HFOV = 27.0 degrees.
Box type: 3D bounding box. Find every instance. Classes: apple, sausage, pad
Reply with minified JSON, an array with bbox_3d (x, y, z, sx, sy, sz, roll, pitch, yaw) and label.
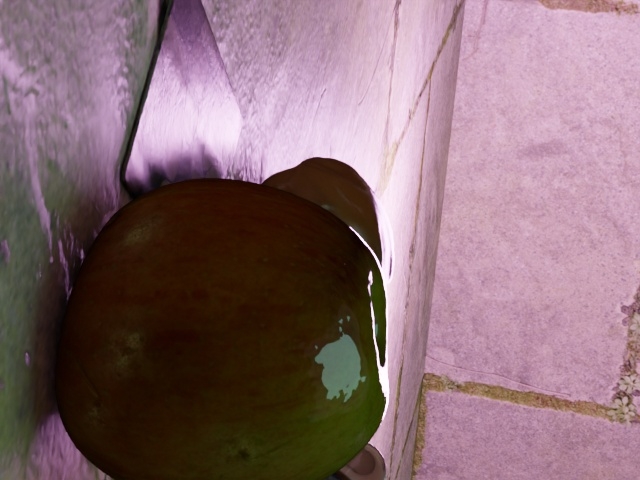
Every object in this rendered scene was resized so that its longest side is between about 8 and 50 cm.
[{"bbox_3d":[-0.048,0.059,0.764,0.196,0.196,0.196,9,90,-80],"label":"apple"},{"bbox_3d":[0.000,0.001,1.147,0.136,0.120,0.241,65,10,-2],"label":"sausage"},{"bbox_3d":[-0.089,-0.066,0.918,0.235,0.003,0.158,75,26,-68],"label":"pad"}]

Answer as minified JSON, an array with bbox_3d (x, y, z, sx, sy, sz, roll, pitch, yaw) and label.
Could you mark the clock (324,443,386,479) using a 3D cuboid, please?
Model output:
[{"bbox_3d":[-0.034,0.249,1.070,0.229,0.155,0.063,-43,161,-8],"label":"clock"}]
